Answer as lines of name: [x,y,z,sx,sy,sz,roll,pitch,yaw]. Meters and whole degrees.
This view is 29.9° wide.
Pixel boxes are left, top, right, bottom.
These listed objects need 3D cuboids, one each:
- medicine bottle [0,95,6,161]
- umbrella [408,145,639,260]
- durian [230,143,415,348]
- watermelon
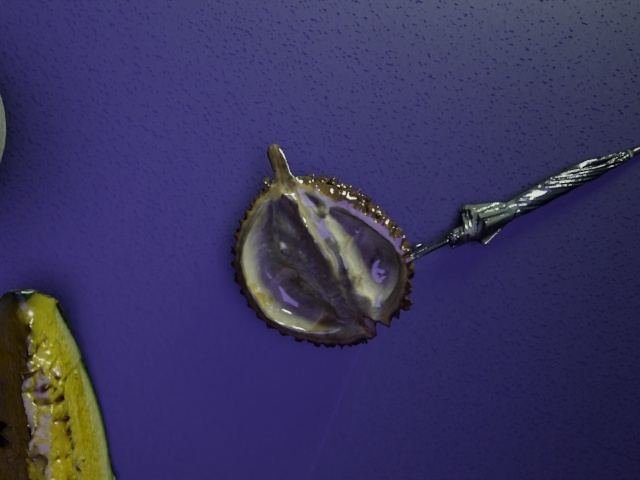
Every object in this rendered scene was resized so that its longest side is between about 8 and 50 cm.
medicine bottle: [-0.338,-0.092,0.843,0.211,0.371,0.211,0,92,-9]
umbrella: [0.186,-0.035,1.089,0.269,0.044,0.044,-23,69,-15]
durian: [0.000,0.000,1.030,0.148,0.091,0.188,-24,105,14]
watermelon: [-0.232,0.191,0.987,0.123,0.129,0.301,-7,87,-10]
